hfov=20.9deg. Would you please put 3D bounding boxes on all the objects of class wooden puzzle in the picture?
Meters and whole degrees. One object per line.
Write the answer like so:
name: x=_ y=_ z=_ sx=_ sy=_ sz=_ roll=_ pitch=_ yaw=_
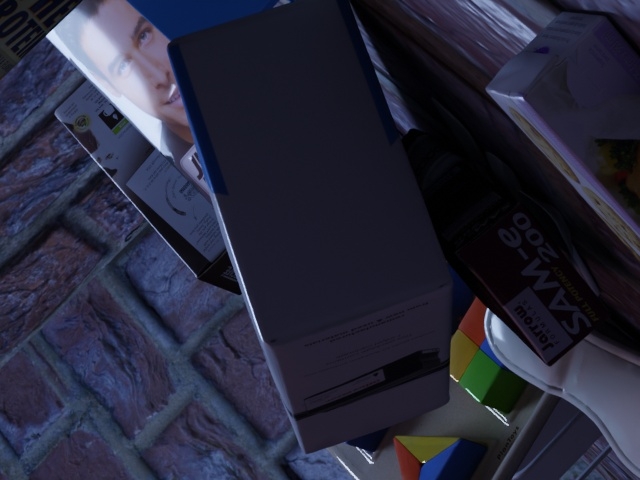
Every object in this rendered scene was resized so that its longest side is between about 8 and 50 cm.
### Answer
wooden puzzle: x=0.128 y=0.161 z=1.965 sx=0.080 sy=0.322 sz=0.348 roll=23 pitch=-168 yaw=-33

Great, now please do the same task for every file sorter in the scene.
file sorter: x=-0.098 y=-0.230 z=1.719 sx=0.170 sy=0.118 sz=0.104 roll=44 pitch=-179 yaw=36
file sorter: x=0.259 y=0.208 z=2.121 sx=0.277 sy=0.193 sz=0.173 roll=46 pitch=175 yaw=-21

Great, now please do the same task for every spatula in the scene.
spatula: x=0.181 y=-0.026 z=1.551 sx=0.168 sy=0.019 sz=0.242 roll=43 pitch=177 yaw=29

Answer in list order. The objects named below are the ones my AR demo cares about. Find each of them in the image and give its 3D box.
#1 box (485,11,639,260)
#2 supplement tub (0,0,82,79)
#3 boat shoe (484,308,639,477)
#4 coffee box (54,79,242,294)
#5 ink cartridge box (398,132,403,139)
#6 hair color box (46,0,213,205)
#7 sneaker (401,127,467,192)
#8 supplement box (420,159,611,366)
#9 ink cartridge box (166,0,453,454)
box: x=0.222 y=0.011 z=0.947 sx=0.324 sy=0.063 sz=0.067 roll=46 pitch=179 yaw=-16
supplement tub: x=-0.272 y=-0.279 z=1.415 sx=0.228 sy=0.316 sz=0.228 roll=45 pitch=178 yaw=2
boat shoe: x=0.304 y=0.137 z=1.669 sx=0.099 sy=0.116 sz=0.319 roll=-18 pitch=-137 yaw=-43
coffee box: x=-0.181 y=-0.082 z=2.213 sx=0.297 sy=0.119 sz=0.168 roll=47 pitch=-175 yaw=18
ink cartridge box: x=0.058 y=-0.072 z=1.886 sx=0.135 sy=0.099 sz=0.056 roll=46 pitch=177 yaw=-8
hair color box: x=-0.136 y=-0.190 z=2.016 sx=0.374 sy=0.113 sz=0.185 roll=46 pitch=136 yaw=-1
sneaker: x=0.102 y=-0.067 z=1.707 sx=0.075 sy=0.063 sz=0.170 roll=45 pitch=173 yaw=11
supplement box: x=0.157 y=0.014 z=1.515 sx=0.130 sy=0.073 sz=0.239 roll=50 pitch=-178 yaw=-14
ink cartridge box: x=0.000 y=0.000 z=1.575 sx=0.395 sy=0.166 sz=0.285 roll=80 pitch=171 yaw=-70
